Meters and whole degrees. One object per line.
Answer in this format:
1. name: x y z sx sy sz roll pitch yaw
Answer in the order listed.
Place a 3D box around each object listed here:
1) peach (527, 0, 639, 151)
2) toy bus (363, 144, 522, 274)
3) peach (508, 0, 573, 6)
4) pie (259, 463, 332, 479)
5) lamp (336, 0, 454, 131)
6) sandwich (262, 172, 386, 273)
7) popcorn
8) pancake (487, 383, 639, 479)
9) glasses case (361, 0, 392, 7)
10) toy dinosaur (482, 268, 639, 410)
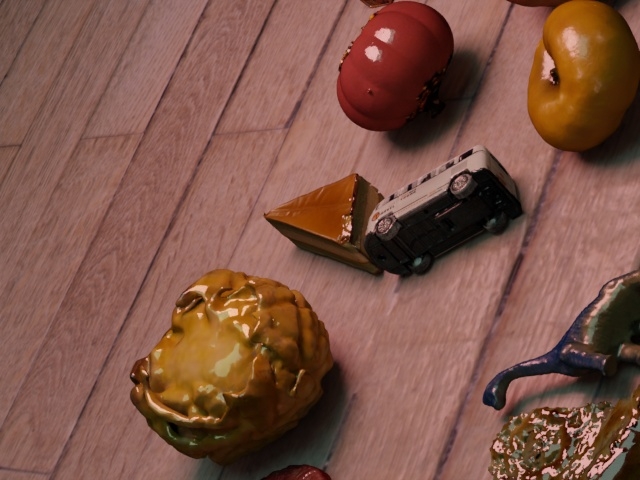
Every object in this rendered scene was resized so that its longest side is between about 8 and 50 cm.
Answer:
1. peach: 0.300 -0.193 2.025 0.179 0.103 0.179 -173 90 -78
2. toy bus: 0.142 -0.037 2.112 0.194 0.087 0.089 -30 33 26
3. peach: 0.288 -0.390 2.196 0.232 0.232 0.232 -28 41 28
4. pie: -0.049 0.312 2.011 0.154 0.036 0.154 -24 27 13
5. lamp: 0.103 -0.218 2.258 0.182 0.140 0.182 -56 -9 -13
6. sandwich: 0.000 0.000 2.228 0.163 0.079 0.113 -21 44 33
7. popcorn: -0.102 0.146 2.119 0.250 0.190 0.250 -25 39 22
8. pancake: 0.217 0.247 1.800 0.376 0.054 0.197 -39 37 13
9. glasses case: 0.097 -0.444 2.527 0.049 0.075 0.218 -8 53 47
10. toy dinosaur: 0.282 0.079 1.870 0.188 0.075 0.248 6 68 52
